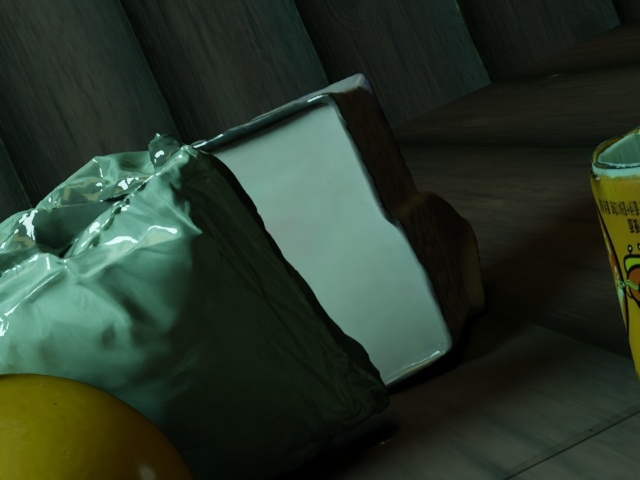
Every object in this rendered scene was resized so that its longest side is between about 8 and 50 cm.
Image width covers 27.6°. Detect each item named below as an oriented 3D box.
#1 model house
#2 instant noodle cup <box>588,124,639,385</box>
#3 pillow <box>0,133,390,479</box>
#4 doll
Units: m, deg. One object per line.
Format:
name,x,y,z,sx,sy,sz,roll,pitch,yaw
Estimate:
model house,0.000,0.000,1.103,0.202,0.237,0.237,-28,3,18
instant noodle cup,0.231,0.013,0.609,0.216,0.172,0.216,-22,9,3
pillow,-0.134,0.085,0.856,0.283,0.310,0.138,-28,44,8
doll,-0.182,0.142,0.690,0.213,0.236,0.213,-25,11,5
